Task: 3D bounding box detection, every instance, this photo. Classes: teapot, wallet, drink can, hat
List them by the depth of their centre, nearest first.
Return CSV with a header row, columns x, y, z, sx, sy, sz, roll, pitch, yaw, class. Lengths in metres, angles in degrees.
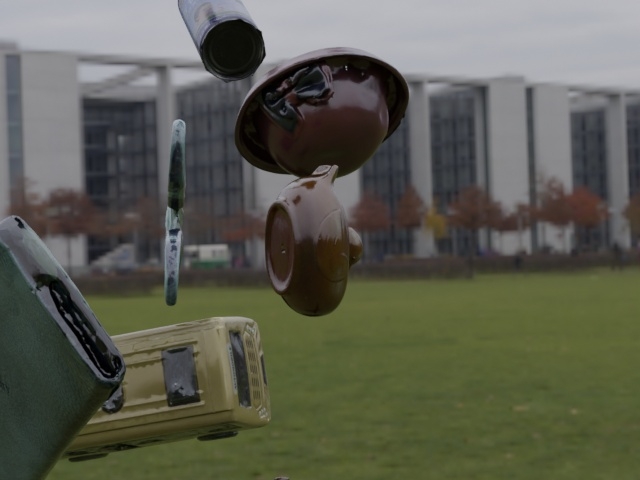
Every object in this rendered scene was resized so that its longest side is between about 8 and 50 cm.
x,y,z,sx,sy,sz,roll,pitch,yaw,class
0.000,0.000,1.057,0.078,0.129,0.098,-3,0,-27,teapot
-0.307,0.136,1.252,0.046,0.191,0.379,-35,-8,-38,wallet
0.007,-0.120,1.328,0.205,0.089,0.205,-15,-27,-8,hat
-0.149,-0.318,1.836,0.097,0.097,0.235,-2,28,-14,drink can

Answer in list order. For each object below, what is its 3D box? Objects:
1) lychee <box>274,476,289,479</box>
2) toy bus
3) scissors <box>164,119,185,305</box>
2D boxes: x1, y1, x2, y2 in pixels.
x,y,z,sx,sy,sz,roll,pitch,yaw,class
-0.066,0.492,1.781,0.275,0.304,0.276,2,-3,0,lychee
-0.268,0.210,1.759,0.365,0.177,0.202,-12,-10,12,toy bus
-0.215,-0.032,1.844,0.029,0.256,0.383,2,-3,-6,scissors
